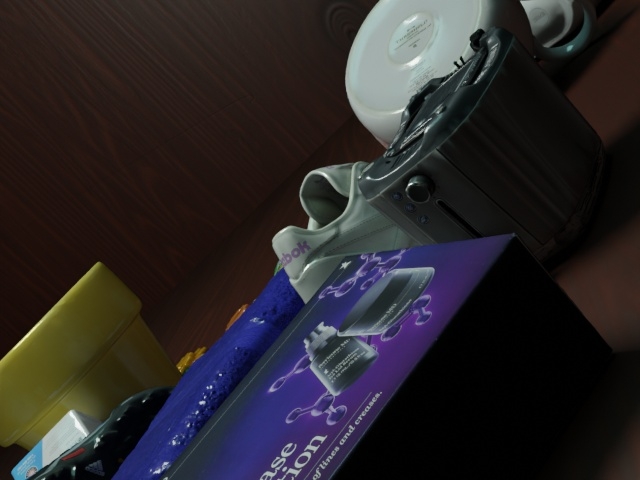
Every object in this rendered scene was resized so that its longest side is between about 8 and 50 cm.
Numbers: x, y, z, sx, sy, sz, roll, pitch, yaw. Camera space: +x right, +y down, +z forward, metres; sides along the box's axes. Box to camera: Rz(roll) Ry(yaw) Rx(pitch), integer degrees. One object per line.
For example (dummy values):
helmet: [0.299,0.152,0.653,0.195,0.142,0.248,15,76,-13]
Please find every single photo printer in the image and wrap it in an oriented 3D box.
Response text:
photo printer: [0.309,-0.347,1.438,0.256,0.107,0.307,-51,11,-33]

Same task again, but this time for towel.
towel: [-0.099,0.169,0.877,0.227,0.076,0.308,-48,6,34]

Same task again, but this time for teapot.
teapot: [0.172,-0.205,1.227,0.256,0.187,0.252,19,83,52]

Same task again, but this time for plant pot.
plant pot: [-0.287,0.196,1.289,0.254,0.239,0.254,-45,9,9]

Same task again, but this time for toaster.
toaster: [0.138,-0.066,0.803,0.129,0.146,0.227,-38,12,38]

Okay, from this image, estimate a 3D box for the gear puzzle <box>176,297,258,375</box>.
gear puzzle: [-0.147,0.153,1.420,0.175,0.044,0.339,-58,13,-27]

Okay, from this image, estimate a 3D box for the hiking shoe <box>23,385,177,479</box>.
hiking shoe: [-0.225,0.236,1.007,0.132,0.113,0.304,-27,-2,38]

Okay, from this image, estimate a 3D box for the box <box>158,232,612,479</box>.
box: [0.014,0.125,0.573,0.261,0.103,0.184,-49,16,-24]

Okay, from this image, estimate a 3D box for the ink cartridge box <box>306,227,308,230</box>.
ink cartridge box: [0.022,-0.031,1.330,0.181,0.056,0.225,-45,-9,0]

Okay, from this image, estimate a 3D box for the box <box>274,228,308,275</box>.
box: [0.000,0.000,1.510,0.179,0.043,0.105,-42,9,8]

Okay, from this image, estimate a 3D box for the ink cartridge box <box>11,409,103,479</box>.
ink cartridge box: [-0.254,0.290,1.108,0.104,0.180,0.060,-45,-35,1]

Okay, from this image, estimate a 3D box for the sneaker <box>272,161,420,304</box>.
sneaker: [0.076,-0.035,0.901,0.305,0.152,0.114,-43,3,-43]
